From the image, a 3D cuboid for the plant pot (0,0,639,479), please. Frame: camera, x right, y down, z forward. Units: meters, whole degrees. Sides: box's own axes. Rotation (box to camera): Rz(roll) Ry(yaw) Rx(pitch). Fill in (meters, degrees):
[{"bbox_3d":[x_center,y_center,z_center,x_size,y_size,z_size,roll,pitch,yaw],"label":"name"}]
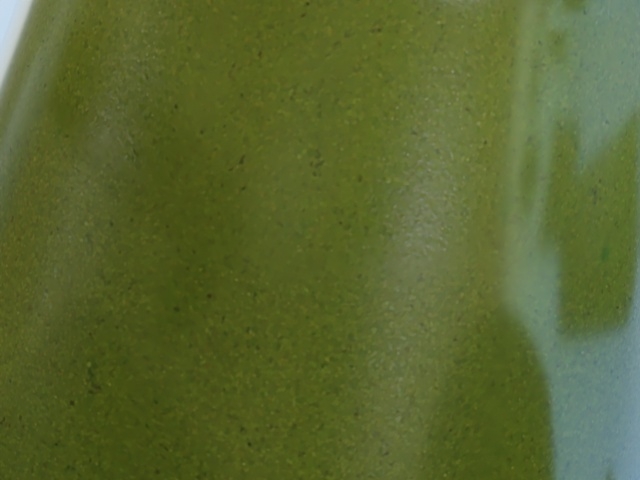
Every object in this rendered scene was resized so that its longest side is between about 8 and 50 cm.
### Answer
[{"bbox_3d":[0.000,0.000,0.505,0.366,0.366,0.353,26,-65,34],"label":"plant pot"}]
